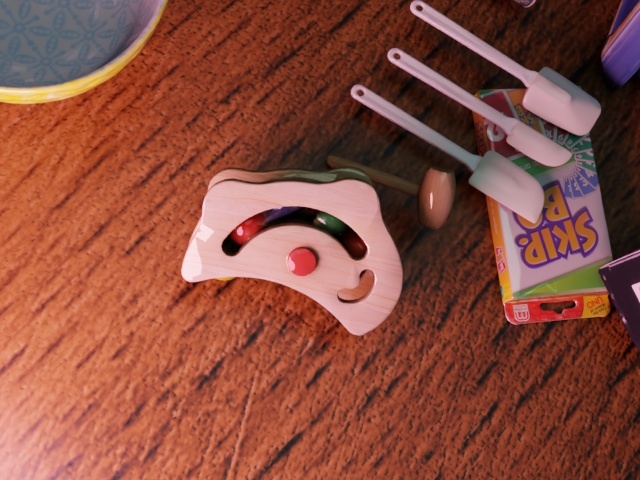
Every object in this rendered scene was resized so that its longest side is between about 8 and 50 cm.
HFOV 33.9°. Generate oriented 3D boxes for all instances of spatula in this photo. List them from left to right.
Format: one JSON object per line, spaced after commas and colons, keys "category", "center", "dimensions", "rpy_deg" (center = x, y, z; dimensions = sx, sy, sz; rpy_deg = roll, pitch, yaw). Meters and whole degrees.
{"category": "spatula", "center": [0.169, -0.149, 1.135], "dimensions": [0.242, 0.019, 0.168], "rpy_deg": [33, 79, 2]}

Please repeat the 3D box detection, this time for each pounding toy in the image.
{"category": "pounding toy", "center": [0.000, 0.000, 1.064], "dimensions": [0.270, 0.155, 0.154], "rpy_deg": [0, 104, -2]}

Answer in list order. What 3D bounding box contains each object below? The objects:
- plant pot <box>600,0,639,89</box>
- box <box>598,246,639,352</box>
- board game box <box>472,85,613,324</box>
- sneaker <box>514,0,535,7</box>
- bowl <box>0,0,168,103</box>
{"category": "plant pot", "center": [0.453, -0.260, 1.146], "dimensions": [0.212, 0.236, 0.235], "rpy_deg": [24, 72, 2]}
{"category": "box", "center": [0.426, 0.022, 1.087], "dimensions": [0.207, 0.153, 0.108], "rpy_deg": [-23, 83, -27]}
{"category": "board game box", "center": [0.245, -0.042, 1.145], "dimensions": [0.124, 0.039, 0.259], "rpy_deg": [-4, 79, -12]}
{"category": "sneaker", "center": [0.259, -0.348, 1.217], "dimensions": [0.086, 0.064, 0.192], "rpy_deg": [44, 68, -12]}
{"category": "bowl", "center": [-0.291, -0.249, 1.022], "dimensions": [0.290, 0.156, 0.289], "rpy_deg": [3, 74, -11]}
